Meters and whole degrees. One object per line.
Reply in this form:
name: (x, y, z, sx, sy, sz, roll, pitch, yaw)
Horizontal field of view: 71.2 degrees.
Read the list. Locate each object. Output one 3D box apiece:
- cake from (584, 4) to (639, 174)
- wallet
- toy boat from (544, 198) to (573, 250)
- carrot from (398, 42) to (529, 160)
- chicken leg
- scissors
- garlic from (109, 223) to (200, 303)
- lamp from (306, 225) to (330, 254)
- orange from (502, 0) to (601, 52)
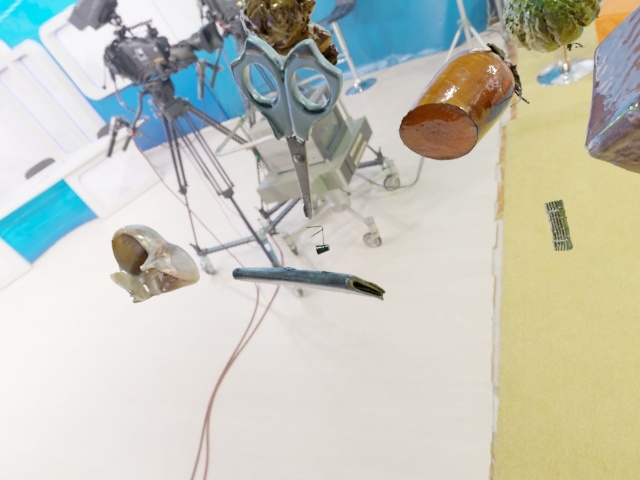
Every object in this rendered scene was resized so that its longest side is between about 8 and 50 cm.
cake: (0.635, -0.277, 0.770, 0.230, 0.237, 0.308, 133, 158, -67)
wallet: (-0.037, 0.104, 1.145, 0.379, 0.191, 0.046, 2, 78, 36)
toy boat: (0.534, -0.033, 1.005, 0.016, 0.115, 0.063, -11, -2, 0)
carrot: (0.367, -0.356, 1.095, 0.331, 0.193, 0.214, -51, 33, -15)
chicken leg: (-0.094, -0.556, 1.255, 0.182, 0.295, 0.409, -66, 12, -9)
scissors: (-0.042, -0.166, 0.768, 0.191, 0.360, 0.029, 14, 48, 21)
garlic: (-0.307, 0.035, 0.812, 0.124, 0.174, 0.099, -38, -12, -52)
lamp: (0.001, 0.001, 1.362, 0.054, 0.121, 0.041, -13, 53, 13)
orange: (0.726, -0.755, 1.402, 0.300, 0.223, 0.301, 41, 115, 44)
